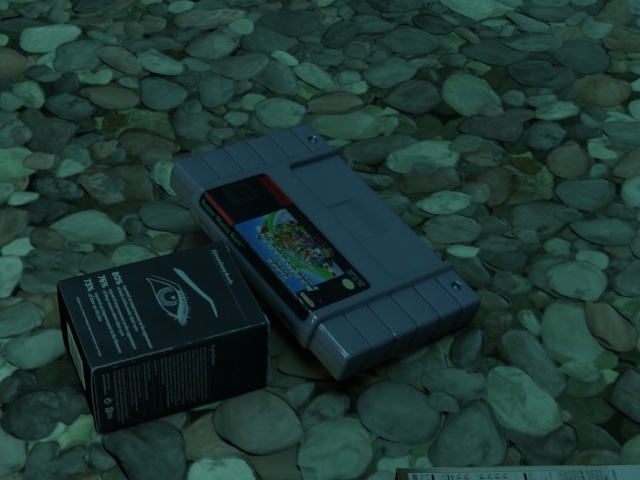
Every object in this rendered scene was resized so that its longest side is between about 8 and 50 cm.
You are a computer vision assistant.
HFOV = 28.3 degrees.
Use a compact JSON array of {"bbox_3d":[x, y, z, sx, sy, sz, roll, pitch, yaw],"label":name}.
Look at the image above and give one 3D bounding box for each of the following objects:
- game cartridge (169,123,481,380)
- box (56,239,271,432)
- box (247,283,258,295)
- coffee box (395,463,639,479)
[{"bbox_3d":[0.000,0.000,1.545,0.230,0.068,0.355,-17,53,-40],"label":"game cartridge"},{"bbox_3d":[-0.177,0.106,1.437,0.207,0.108,0.153,-13,44,-18],"label":"box"},{"bbox_3d":[-0.083,0.021,1.579,0.062,0.052,0.083,12,42,8],"label":"box"},{"bbox_3d":[0.214,0.306,1.192,0.297,0.168,0.119,-1,41,-4],"label":"coffee box"}]
